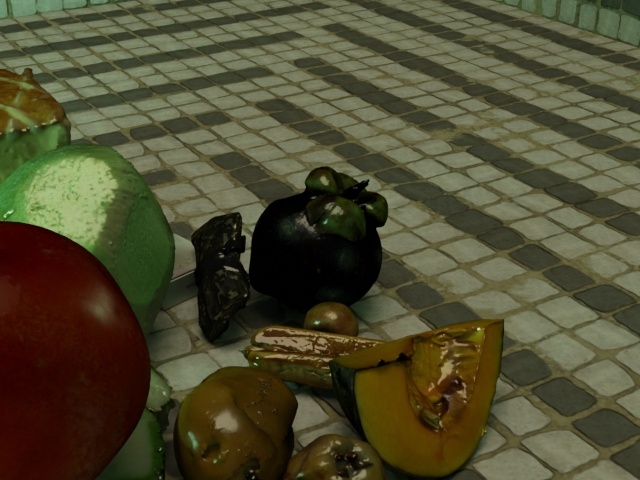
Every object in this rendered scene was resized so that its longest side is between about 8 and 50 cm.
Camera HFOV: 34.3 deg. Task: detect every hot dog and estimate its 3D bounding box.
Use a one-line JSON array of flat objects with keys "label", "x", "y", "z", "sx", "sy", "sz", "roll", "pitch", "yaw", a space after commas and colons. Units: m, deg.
[{"label": "hot dog", "x": -0.001, "y": 0.171, "z": 1.473, "sx": 0.235, "sy": 0.062, "sz": 0.092, "roll": 9, "pitch": 45, "yaw": 6}]

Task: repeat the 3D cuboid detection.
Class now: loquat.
[{"label": "loquat", "x": 0.016, "y": 0.283, "z": 1.183, "sx": 0.137, "sy": 0.137, "sz": 0.113, "roll": 2, "pitch": 38, "yaw": 3}]

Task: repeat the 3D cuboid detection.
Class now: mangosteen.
[{"label": "mangosteen", "x": 0.000, "y": 0.000, "z": 1.629, "sx": 0.243, "sy": 0.243, "sz": 0.243, "roll": 0, "pitch": 27, "yaw": 0}]

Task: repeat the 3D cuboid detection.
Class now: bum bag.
[{"label": "bum bag", "x": -0.156, "y": 0.045, "z": 1.624, "sx": 0.069, "sy": 0.102, "sz": 0.248, "roll": 16, "pitch": 39, "yaw": -30}]

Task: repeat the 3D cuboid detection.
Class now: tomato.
[{"label": "tomato", "x": -0.339, "y": 0.129, "z": 1.029, "sx": 0.325, "sy": 0.290, "sz": 0.293, "roll": -1, "pitch": 26, "yaw": -23}]

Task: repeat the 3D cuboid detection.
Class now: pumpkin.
[{"label": "pumpkin", "x": 0.119, "y": 0.213, "z": 1.356, "sx": 0.312, "sy": 0.169, "sz": 0.148, "roll": -13, "pitch": 2, "yaw": -41}]

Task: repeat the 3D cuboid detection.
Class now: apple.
[{"label": "apple", "x": 0.017, "y": 0.128, "z": 1.541, "sx": 0.084, "sy": 0.084, "sz": 0.071, "roll": 12, "pitch": 30, "yaw": 22}]

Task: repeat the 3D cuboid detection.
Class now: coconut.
[{"label": "coconut", "x": -0.353, "y": 0.026, "z": 1.520, "sx": 0.281, "sy": 0.328, "sz": 0.328, "roll": -13, "pitch": 29, "yaw": -11}]

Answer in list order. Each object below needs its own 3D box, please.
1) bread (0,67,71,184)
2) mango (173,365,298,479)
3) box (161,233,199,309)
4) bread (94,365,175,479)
[{"label": "bread", "x": -0.622, "y": -0.116, "z": 1.798, "sx": 0.371, "sy": 0.279, "sz": 0.390, "roll": -16, "pitch": 31, "yaw": -25}, {"label": "mango", "x": -0.106, "y": 0.227, "z": 1.273, "sx": 0.151, "sy": 0.156, "sz": 0.249, "roll": -27, "pitch": 17, "yaw": 11}, {"label": "box", "x": -0.251, "y": 0.049, "z": 1.726, "sx": 0.129, "sy": 0.051, "sz": 0.130, "roll": 25, "pitch": 37, "yaw": 38}, {"label": "bread", "x": -0.324, "y": 0.266, "z": 1.216, "sx": 0.366, "sy": 0.129, "sz": 0.382, "roll": 26, "pitch": 36, "yaw": 35}]
